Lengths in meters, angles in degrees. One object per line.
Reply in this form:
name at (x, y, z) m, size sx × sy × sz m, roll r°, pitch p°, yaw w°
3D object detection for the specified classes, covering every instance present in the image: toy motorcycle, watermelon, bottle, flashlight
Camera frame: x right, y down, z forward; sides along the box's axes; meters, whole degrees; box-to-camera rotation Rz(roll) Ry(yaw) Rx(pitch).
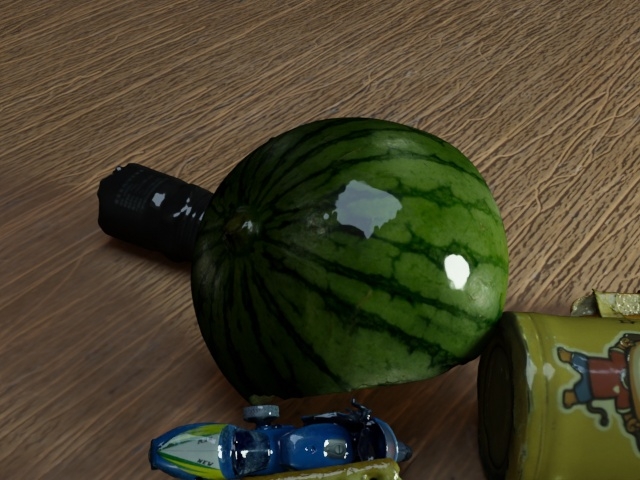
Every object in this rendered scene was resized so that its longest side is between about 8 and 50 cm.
toy motorcycle at (-0.024, 0.184, 0.751) m, size 0.254 × 0.135 × 0.092 m, roll 4°, pitch 72°, yaw -20°
watermelon at (0.000, 0.000, 0.825) m, size 0.331 × 0.189 × 0.331 m, roll -11°, pitch 63°, yaw 24°
bottle at (0.333, 0.153, 0.800) m, size 0.351 × 0.171 × 0.171 m, roll 1°, pitch 38°, yaw -2°
flashlight at (-0.073, 0.011, 1.026) m, size 0.424 × 0.103 × 0.103 m, roll 19°, pitch 41°, yaw 19°

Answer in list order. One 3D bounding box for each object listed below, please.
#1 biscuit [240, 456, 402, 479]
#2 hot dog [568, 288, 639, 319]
biscuit at (0.019, 0.285, 0.649) m, size 0.139 × 0.016 × 0.231 m, roll -6°, pitch 67°, yaw -9°
hot dog at (0.396, 0.103, 0.952) m, size 0.269 × 0.072 × 0.109 m, roll 1°, pitch 40°, yaw -1°
